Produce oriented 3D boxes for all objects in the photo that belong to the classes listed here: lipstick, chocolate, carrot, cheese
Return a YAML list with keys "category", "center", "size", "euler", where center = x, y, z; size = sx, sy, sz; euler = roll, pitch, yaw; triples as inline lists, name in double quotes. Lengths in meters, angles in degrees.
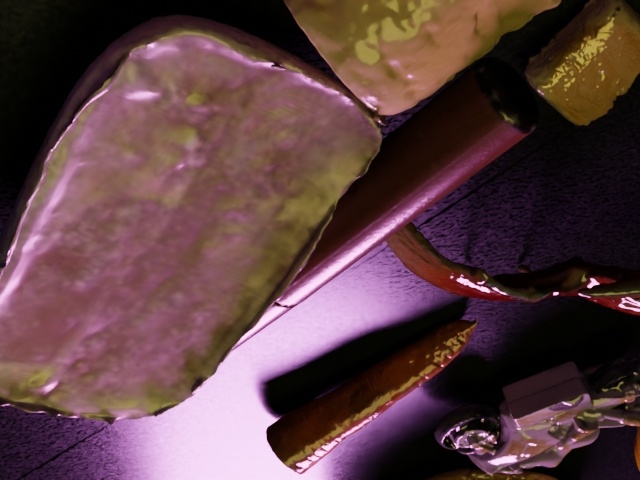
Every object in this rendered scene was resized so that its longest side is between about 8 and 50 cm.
- category: "lipstick"
  center: [0.000, 0.000, 0.674]
  size: [0.057, 0.057, 0.357]
  euler: [21, 135, -36]
- category: "chocolate"
  center: [-0.110, -0.011, 0.626]
  size: [0.185, 0.100, 0.303]
  euler: [22, 121, -30]
- category: "carrot"
  center: [0.054, 0.136, 0.898]
  size: [0.224, 0.057, 0.057]
  euler: [-36, 137, 11]
- category: "cheese"
  center: [0.071, -0.152, 0.540]
  size: [0.167, 0.094, 0.123]
  euler: [-35, 136, 18]

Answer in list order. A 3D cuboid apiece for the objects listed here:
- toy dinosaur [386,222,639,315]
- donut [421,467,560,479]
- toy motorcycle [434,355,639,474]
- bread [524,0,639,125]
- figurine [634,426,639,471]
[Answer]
- category: "toy dinosaur"
  center: [0.180, -0.003, 0.741]
  size: [0.327, 0.112, 0.206]
  euler: [4, 177, 4]
- category: "donut"
  center: [0.173, 0.402, 1.148]
  size: [0.330, 0.160, 0.330]
  euler: [-4, 140, -4]
- category: "toy motorcycle"
  center: [0.230, 0.187, 0.994]
  size: [0.225, 0.073, 0.152]
  euler: [-18, 141, 2]
- category: "bread"
  center: [0.184, -0.123, 0.661]
  size: [0.070, 0.035, 0.083]
  euler: [23, 118, -38]
- category: "figurine"
  center: [0.448, 0.245, 1.049]
  size: [0.327, 0.218, 0.169]
  euler: [25, 147, -35]
